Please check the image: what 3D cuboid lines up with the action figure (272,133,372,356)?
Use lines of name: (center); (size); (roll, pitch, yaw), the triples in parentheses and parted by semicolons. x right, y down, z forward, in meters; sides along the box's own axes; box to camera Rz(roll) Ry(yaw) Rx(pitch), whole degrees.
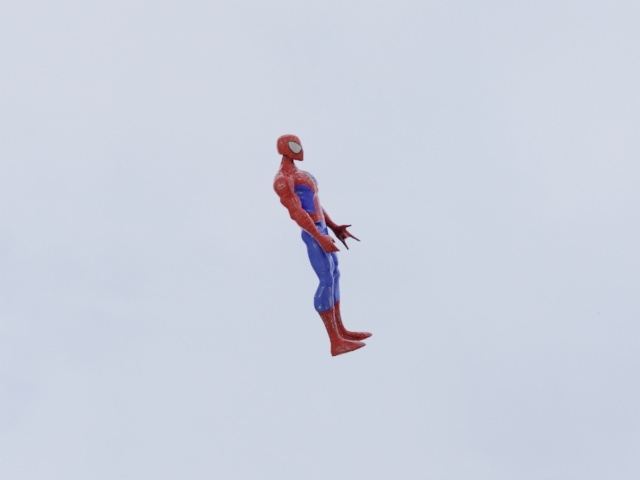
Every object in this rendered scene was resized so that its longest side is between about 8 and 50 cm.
action figure: (0.000, 0.000, 0.673); (0.030, 0.038, 0.115); (-20, -85, 18)
